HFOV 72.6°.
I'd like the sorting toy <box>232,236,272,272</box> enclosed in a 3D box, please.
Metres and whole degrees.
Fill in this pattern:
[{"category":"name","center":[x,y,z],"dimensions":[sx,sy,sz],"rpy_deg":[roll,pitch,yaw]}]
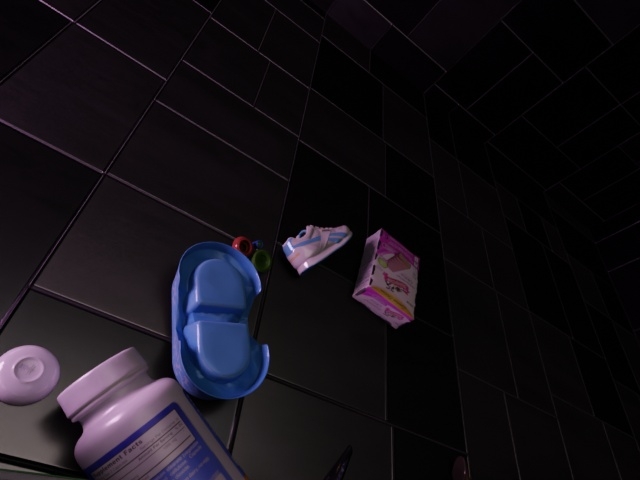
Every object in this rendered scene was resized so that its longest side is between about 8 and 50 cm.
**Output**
[{"category":"sorting toy","center":[-0.154,0.029,0.957],"dimensions":[0.102,0.042,0.061],"rpy_deg":[43,54,-26]}]

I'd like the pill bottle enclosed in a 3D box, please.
[{"category":"pill bottle","center":[-0.226,0.288,0.592],"dimensions":[0.272,0.152,0.152],"rpy_deg":[52,39,4]}]

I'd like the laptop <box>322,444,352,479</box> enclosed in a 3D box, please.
[{"category":"laptop","center":[-0.096,0.400,0.573],"dimensions":[0.137,0.234,0.264],"rpy_deg":[31,30,7]}]

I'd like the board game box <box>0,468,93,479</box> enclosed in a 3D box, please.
[{"category":"board game box","center":[-0.321,0.387,0.389],"dimensions":[0.243,0.064,0.316],"rpy_deg":[7,49,2]}]

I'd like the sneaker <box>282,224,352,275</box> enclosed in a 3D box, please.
[{"category":"sneaker","center":[0.000,0.000,1.080],"dimensions":[0.092,0.087,0.229],"rpy_deg":[51,37,5]}]

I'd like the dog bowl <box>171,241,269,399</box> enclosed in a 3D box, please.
[{"category":"dog bowl","center":[-0.191,0.146,0.797],"dimensions":[0.166,0.074,0.296],"rpy_deg":[13,53,-36]}]

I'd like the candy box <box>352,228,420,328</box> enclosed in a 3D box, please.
[{"category":"candy box","center":[0.186,0.098,1.186],"dimensions":[0.159,0.071,0.233],"rpy_deg":[37,42,-16]}]

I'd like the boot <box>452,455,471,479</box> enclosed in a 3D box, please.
[{"category":"boot","center":[0.358,0.564,1.005],"dimensions":[0.114,0.037,0.106],"rpy_deg":[23,59,-24]}]

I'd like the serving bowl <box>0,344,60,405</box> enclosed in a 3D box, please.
[{"category":"serving bowl","center":[-0.406,0.182,0.604],"dimensions":[0.084,0.027,0.083],"rpy_deg":[24,46,-27]}]
